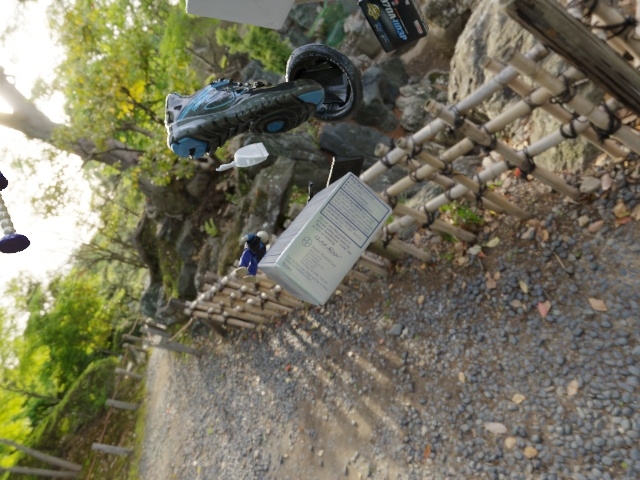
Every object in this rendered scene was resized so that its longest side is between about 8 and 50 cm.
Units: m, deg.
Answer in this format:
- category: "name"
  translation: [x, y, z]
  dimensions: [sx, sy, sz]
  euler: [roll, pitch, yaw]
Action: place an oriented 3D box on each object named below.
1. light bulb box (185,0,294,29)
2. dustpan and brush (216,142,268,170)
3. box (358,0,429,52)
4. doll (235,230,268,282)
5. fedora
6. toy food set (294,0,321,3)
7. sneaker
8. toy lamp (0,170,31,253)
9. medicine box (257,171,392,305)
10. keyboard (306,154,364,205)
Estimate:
- category: "light bulb box"
  translation: [-0.139, -0.694, 0.779]
  dimensions: [0.358, 0.226, 0.360]
  euler: [161, 106, -65]
- category: "dustpan and brush"
  translation: [-0.324, -0.330, 1.638]
  dimensions: [0.147, 0.211, 0.060]
  euler: [-121, 21, -50]
- category: "box"
  translation: [0.264, -0.808, 1.445]
  dimensions: [0.175, 0.220, 0.051]
  euler: [-7, 53, 38]
- category: "doll"
  translation: [-0.198, 0.042, 1.219]
  dimensions: [0.046, 0.129, 0.189]
  euler: [-17, 37, 26]
- category: "fedora"
  translation: [0.036, -0.616, 1.539]
  dimensions: [0.334, 0.334, 0.152]
  euler: [-34, 15, 53]
- category: "toy food set"
  translation: [-0.067, -0.946, 1.305]
  dimensions: [0.092, 0.220, 0.305]
  euler: [23, 128, 65]
- category: "sneaker"
  translation: [-0.163, -0.289, 0.837]
  dimensions: [0.125, 0.341, 0.139]
  euler: [83, 171, -74]
- category: "toy lamp"
  translation: [-0.840, -0.092, 1.049]
  dimensions: [0.080, 0.080, 0.274]
  euler: [-48, 66, 38]
- category: "medicine box"
  translation: [0.000, 0.000, 1.022]
  dimensions: [0.289, 0.149, 0.263]
  euler: [-51, 11, -13]
- category: "keyboard"
  translation: [0.030, -0.162, 1.408]
  dimensions: [0.033, 0.202, 0.317]
  euler: [60, 150, 35]
